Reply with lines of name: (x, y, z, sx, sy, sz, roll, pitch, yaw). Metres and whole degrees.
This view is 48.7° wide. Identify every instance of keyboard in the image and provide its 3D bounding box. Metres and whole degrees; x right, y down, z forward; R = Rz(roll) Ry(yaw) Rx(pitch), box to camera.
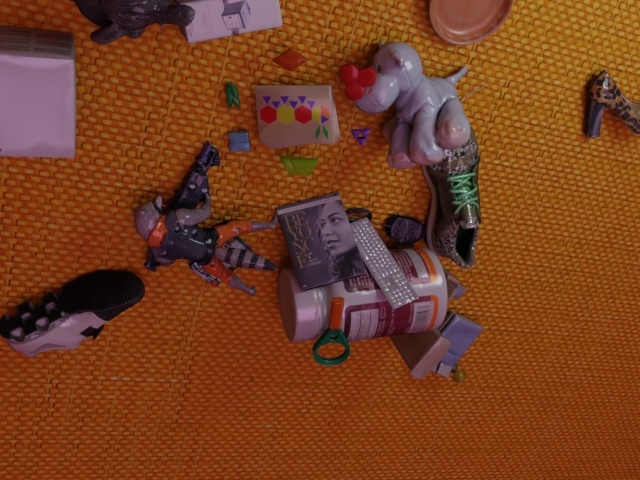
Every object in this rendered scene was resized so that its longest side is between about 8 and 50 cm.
keyboard: (0.145, 0.052, 1.731, 0.072, 0.256, 0.014, -18, 151, -24)

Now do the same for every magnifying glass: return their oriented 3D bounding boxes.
magnifying glass: (0.032, 0.220, 1.685, 0.092, 0.026, 0.231, 0, 134, -7)

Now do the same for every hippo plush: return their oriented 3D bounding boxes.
hippo plush: (0.208, -0.320, 1.570, 0.294, 0.234, 0.236, -44, 124, 9)

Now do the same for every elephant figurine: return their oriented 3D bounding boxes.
elephant figurine: (-0.362, -0.437, 1.295, 0.186, 0.239, 0.169, -40, 124, 6)

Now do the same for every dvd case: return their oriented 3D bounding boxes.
dvd case: (0.000, 0.000, 1.712, 0.165, 0.221, 0.018, -15, 161, -11)

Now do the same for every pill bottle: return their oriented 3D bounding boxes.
pill bottle: (0.103, 0.143, 1.807, 0.392, 0.224, 0.224, -5, 120, -16)

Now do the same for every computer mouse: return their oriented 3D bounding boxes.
computer mouse: (0.162, -0.042, 1.838, 0.242, 0.041, 0.071, 13, 105, -18)

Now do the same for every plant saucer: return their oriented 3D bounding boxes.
plant saucer: (0.336, -0.539, 1.589, 0.200, 0.037, 0.200, -8, 132, -9)

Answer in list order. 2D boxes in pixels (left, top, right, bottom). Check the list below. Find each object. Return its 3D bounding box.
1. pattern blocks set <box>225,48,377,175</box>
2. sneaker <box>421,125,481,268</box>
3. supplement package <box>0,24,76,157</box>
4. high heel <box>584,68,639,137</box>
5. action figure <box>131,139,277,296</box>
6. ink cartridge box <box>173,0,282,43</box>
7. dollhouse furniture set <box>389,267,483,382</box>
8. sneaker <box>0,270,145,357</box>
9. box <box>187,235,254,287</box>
pattern blocks set: (-0.049, -0.277, 1.557, 0.325, 0.026, 0.285, 9, 120, 4)
sneaker: (0.359, -0.104, 1.779, 0.158, 0.182, 0.410, -15, 122, -11)
supplement package: (-0.544, -0.283, 1.342, 0.149, 0.203, 0.194, 0, 119, -19)
high heel: (0.822, -0.372, 1.839, 0.261, 0.093, 0.186, -11, 128, -3)
action figure: (-0.257, -0.037, 1.601, 0.330, 0.178, 0.341, 14, 109, -22)
ink cartridge box: (-0.187, -0.458, 1.405, 0.191, 0.139, 0.082, -16, 121, -11)
dollhouse furniture set: (0.388, 0.280, 2.004, 0.303, 0.198, 0.286, 28, 107, -31)
sneaker: (-0.567, 0.179, 1.669, 0.331, 0.122, 0.146, -19, 141, -9)
box: (-0.245, 0.042, 1.742, 0.137, 0.027, 0.094, -42, 125, 7)
